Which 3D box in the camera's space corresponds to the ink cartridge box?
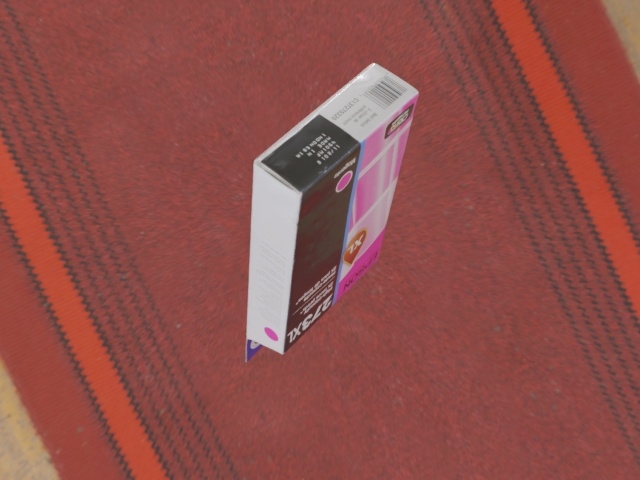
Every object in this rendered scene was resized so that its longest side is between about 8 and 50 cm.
[{"bbox_3d":[0.000,0.000,0.966,0.069,0.371,0.176,37,59,17],"label":"ink cartridge box"}]
